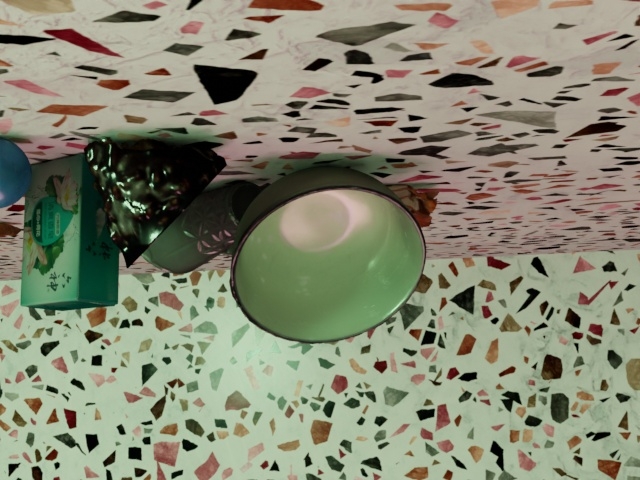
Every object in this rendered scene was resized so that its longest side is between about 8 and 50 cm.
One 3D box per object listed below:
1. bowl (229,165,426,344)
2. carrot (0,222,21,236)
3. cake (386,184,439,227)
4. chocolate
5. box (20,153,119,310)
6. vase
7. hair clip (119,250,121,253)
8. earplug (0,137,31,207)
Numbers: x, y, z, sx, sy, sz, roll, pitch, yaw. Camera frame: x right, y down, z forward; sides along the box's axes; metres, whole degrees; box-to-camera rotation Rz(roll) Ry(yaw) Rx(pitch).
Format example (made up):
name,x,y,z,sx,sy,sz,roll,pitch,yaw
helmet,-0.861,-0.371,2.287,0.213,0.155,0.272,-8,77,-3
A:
name,x,y,z,sx,sy,sz,roll,pitch,yaw
bowl,0.000,0.000,1.824,0.354,0.353,0.185,0,-145,-13
carrot,-0.763,-0.025,2.293,0.047,0.047,0.191,-5,173,25
cake,0.093,-0.057,2.010,0.287,0.098,0.135,-1,173,-6
chocolate,-0.275,-0.103,1.534,0.177,0.206,0.224,44,149,-8
box,-0.413,-0.011,1.659,0.153,0.244,0.092,-8,167,36
vase,-0.215,-0.029,2.003,0.251,0.156,0.301,23,154,-32
hair clip,-0.422,-0.023,1.827,0.146,0.075,0.257,-20,-153,-9
earplug,-0.563,-0.090,1.494,0.273,0.132,0.132,-7,172,12
